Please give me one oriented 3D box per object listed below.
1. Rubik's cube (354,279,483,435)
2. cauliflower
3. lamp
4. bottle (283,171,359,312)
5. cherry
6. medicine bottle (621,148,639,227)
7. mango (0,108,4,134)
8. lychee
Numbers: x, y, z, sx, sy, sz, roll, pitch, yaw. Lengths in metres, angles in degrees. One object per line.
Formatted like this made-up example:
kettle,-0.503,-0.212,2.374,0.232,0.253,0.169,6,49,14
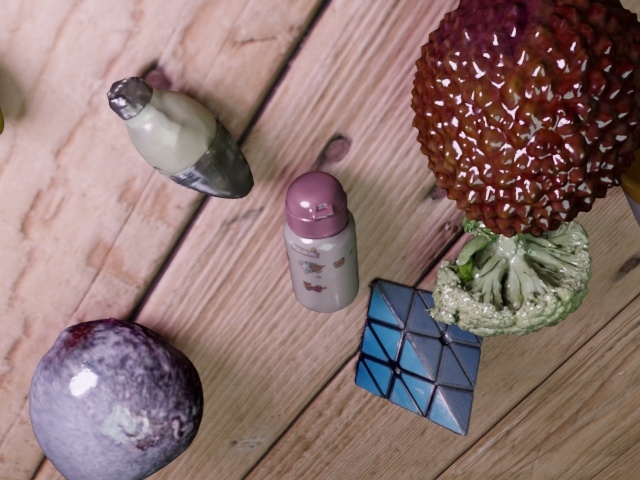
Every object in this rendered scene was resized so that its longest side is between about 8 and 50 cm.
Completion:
Rubik's cube,0.187,0.210,1.339,0.233,0.229,0.229,15,89,9
cauliflower,0.312,0.036,1.204,0.272,0.275,0.251,-11,105,29
lamp,-0.164,-0.118,0.873,0.101,0.101,0.250,-35,141,11
bottle,0.000,0.000,1.061,0.109,0.110,0.233,-17,137,-9
cherry,-0.314,0.256,1.091,0.254,0.218,0.296,-25,125,5
medicine bottle,0.610,-0.120,1.137,0.237,0.238,0.232,-36,139,12
mango,-0.469,-0.155,0.678,0.316,0.119,0.177,7,121,-37
lychee,0.260,-0.172,0.883,0.305,0.331,0.306,4,155,2
